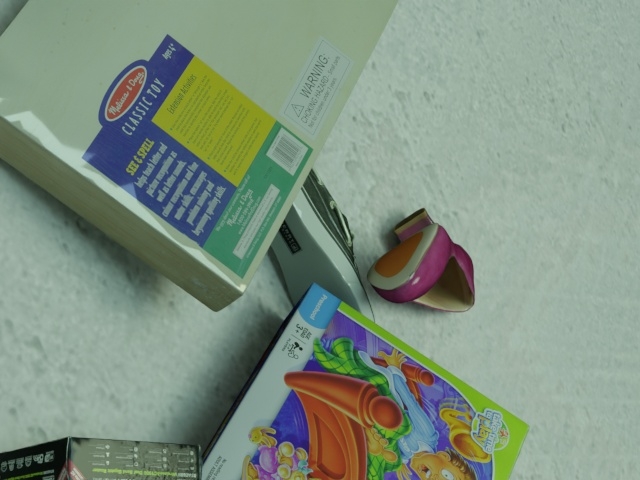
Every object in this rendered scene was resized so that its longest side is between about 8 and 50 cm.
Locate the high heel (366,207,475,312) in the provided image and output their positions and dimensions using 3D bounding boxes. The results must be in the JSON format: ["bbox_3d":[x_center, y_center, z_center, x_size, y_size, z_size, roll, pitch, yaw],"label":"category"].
[{"bbox_3d":[0.108,0.046,1.264,0.117,0.082,0.244,56,8,-6],"label":"high heel"}]

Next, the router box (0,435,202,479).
[{"bbox_3d":[-0.163,0.173,0.992,0.122,0.092,0.038,12,68,-42],"label":"router box"}]

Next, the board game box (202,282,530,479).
[{"bbox_3d":[0.006,0.232,1.090,0.233,0.078,0.347,33,51,-3],"label":"board game box"}]

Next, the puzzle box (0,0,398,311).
[{"bbox_3d":[-0.104,-0.171,1.148,0.272,0.052,0.408,38,52,-15],"label":"puzzle box"}]

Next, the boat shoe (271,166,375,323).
[{"bbox_3d":[0.000,0.000,1.223,0.070,0.078,0.219,-35,101,-44],"label":"boat shoe"}]
